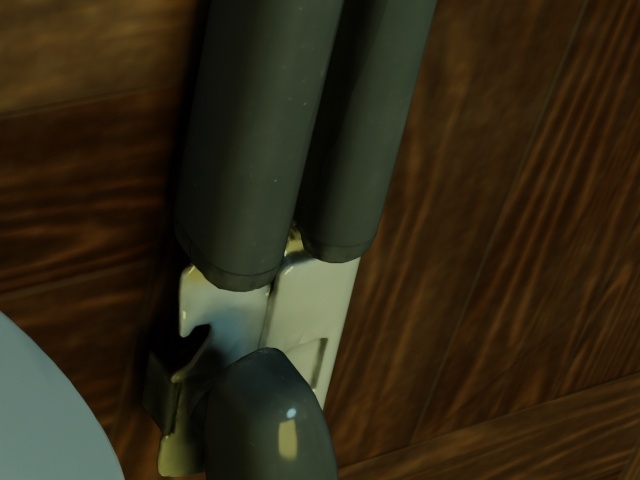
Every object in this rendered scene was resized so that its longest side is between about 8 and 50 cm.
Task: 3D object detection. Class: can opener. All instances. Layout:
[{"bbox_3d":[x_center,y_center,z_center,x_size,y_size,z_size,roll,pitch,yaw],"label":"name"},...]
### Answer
[{"bbox_3d":[0.000,0.000,0.656,0.076,0.095,0.283,-18,142,-29],"label":"can opener"}]

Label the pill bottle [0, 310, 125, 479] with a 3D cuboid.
[{"bbox_3d":[-0.196,0.140,0.584,0.283,0.160,0.160,-47,145,15],"label":"pill bottle"}]
